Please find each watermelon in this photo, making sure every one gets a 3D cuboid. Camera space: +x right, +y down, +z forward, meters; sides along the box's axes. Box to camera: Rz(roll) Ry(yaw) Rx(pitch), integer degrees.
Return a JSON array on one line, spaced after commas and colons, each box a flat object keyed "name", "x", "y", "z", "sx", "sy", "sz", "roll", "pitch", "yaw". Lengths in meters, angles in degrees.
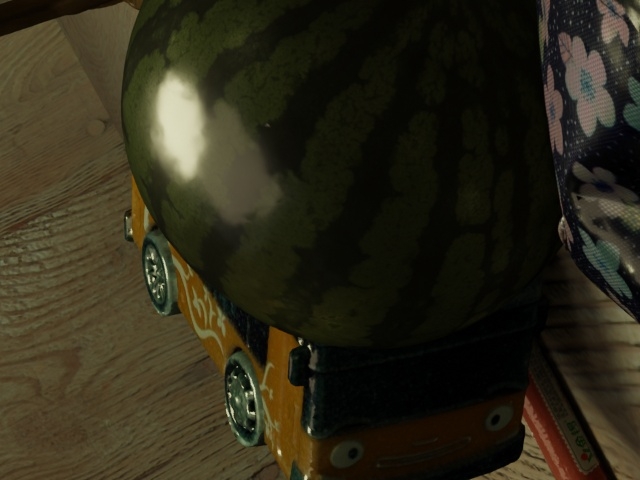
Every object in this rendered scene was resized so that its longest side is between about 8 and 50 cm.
[{"name": "watermelon", "x": 0.020, "y": -0.060, "z": 0.726, "sx": 0.212, "sy": 0.212, "sz": 0.212, "roll": 58, "pitch": 171, "yaw": 15}]

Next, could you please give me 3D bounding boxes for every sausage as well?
[{"name": "sausage", "x": 0.147, "y": 0.113, "z": 1.099, "sx": 0.253, "sy": 0.034, "sz": 0.034, "roll": 61, "pitch": 171, "yaw": -5}]

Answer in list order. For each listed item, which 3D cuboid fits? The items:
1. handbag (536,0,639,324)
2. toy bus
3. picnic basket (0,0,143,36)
[{"name": "handbag", "x": 0.120, "y": -0.056, "z": 0.431, "sx": 0.229, "sy": 0.126, "sz": 0.208, "roll": 48, "pitch": 158, "yaw": 57}, {"name": "toy bus", "x": -0.003, "y": 0.000, "z": 1.075, "sx": 0.323, "sy": 0.161, "sz": 0.194, "roll": -129, "pitch": 36, "yaw": -50}, {"name": "picnic basket", "x": -0.187, "y": -0.245, "z": 0.955, "sx": 0.337, "sy": 0.337, "sz": 0.293, "roll": 49, "pitch": 165, "yaw": 52}]
